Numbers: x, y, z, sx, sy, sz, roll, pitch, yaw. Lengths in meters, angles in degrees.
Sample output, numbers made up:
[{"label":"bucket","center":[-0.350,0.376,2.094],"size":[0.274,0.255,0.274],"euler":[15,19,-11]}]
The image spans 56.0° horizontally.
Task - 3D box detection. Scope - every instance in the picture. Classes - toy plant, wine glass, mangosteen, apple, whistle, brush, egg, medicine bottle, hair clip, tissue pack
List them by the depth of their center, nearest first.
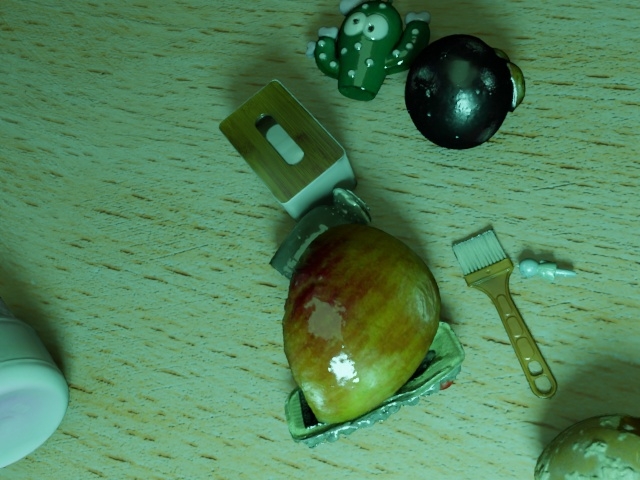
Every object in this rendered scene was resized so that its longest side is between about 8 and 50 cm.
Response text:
[{"label":"egg","center":[0.427,0.342,0.853],"size":[0.233,0.195,0.194],"euler":[-1,69,30]},{"label":"apple","center":[0.067,0.121,1.009],"size":[0.254,0.179,0.346],"euler":[24,56,6]},{"label":"hair clip","center":[0.100,0.257,1.032],"size":[0.321,0.091,0.138],"euler":[-27,38,7]},{"label":"whistle","center":[0.394,0.052,1.057],"size":[0.100,0.035,0.035],"euler":[8,72,18]},{"label":"brush","center":[0.331,0.128,1.059],"size":[0.090,0.017,0.314],"euler":[-24,65,9]},{"label":"mangosteen","center":[0.285,-0.286,1.144],"size":[0.250,0.211,0.211],"euler":[-21,61,-27]},{"label":"wine glass","center":[0.000,0.000,1.148],"size":[0.111,0.111,0.204],"euler":[38,82,25]},{"label":"medicine bottle","center":[-0.668,0.254,1.168],"size":[0.256,0.256,0.325],"euler":[-48,57,-5]},{"label":"tissue pack","center":[-0.064,-0.173,1.220],"size":[0.159,0.136,0.246],"euler":[-40,65,-2]},{"label":"toy plant","center":[0.102,-0.421,1.280],"size":[0.232,0.112,0.243],"euler":[40,90,20]}]
